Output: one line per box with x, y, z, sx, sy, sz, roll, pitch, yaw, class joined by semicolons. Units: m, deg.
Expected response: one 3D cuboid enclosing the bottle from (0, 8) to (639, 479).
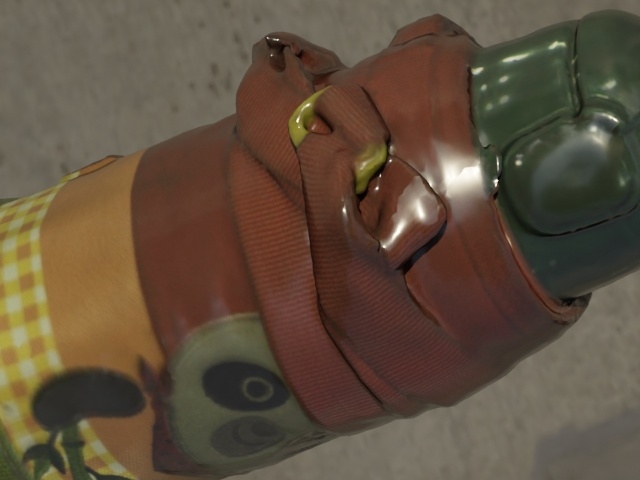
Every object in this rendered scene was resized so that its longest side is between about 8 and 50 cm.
0.000;0.000;0.677;0.271;0.156;0.143;-23;95;21;bottle
